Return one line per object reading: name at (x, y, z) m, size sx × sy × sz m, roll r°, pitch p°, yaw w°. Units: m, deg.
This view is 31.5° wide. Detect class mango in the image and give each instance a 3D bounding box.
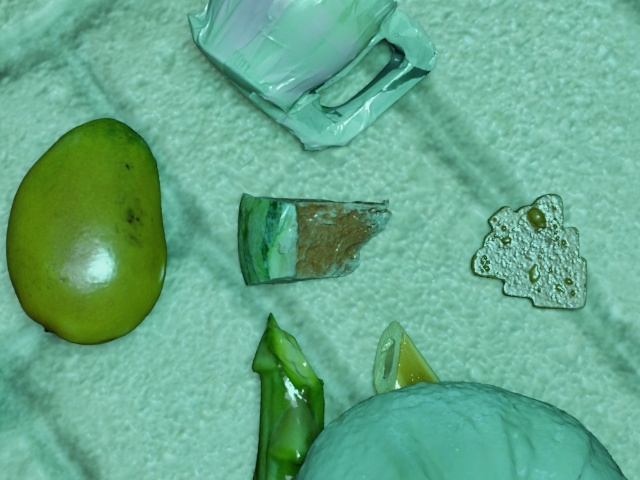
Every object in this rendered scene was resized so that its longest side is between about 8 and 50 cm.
mango at (-0.226, -0.009, 1.096) m, size 0.151 × 0.120 × 0.221 m, roll -6°, pitch 77°, yaw -5°

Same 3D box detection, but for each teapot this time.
teapot at (-0.020, -0.204, 1.120) m, size 0.178 × 0.221 × 0.163 m, roll -52°, pitch 48°, yaw 4°

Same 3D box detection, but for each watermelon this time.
watermelon at (-0.022, -0.002, 1.135) m, size 0.158 × 0.121 × 0.098 m, roll -8°, pitch 102°, yaw -45°

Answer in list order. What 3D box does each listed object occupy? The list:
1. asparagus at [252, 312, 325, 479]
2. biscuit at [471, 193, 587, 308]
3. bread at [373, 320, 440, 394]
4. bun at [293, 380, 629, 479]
asparagus at (-0.032, 0.242, 1.094) m, size 0.085 × 0.082 × 0.343 m, roll 0°, pitch 82°, yaw 36°
biscuit at (0.219, 0.020, 1.145) m, size 0.119 × 0.019 × 0.130 m, roll -39°, pitch 85°, yaw -5°
bread at (0.079, 0.137, 1.115) m, size 0.062 × 0.049 × 0.103 m, roll -32°, pitch 84°, yaw -31°
bun at (0.135, 0.296, 0.999) m, size 0.362 × 0.211 × 0.362 m, roll 0°, pitch 89°, yaw -12°
